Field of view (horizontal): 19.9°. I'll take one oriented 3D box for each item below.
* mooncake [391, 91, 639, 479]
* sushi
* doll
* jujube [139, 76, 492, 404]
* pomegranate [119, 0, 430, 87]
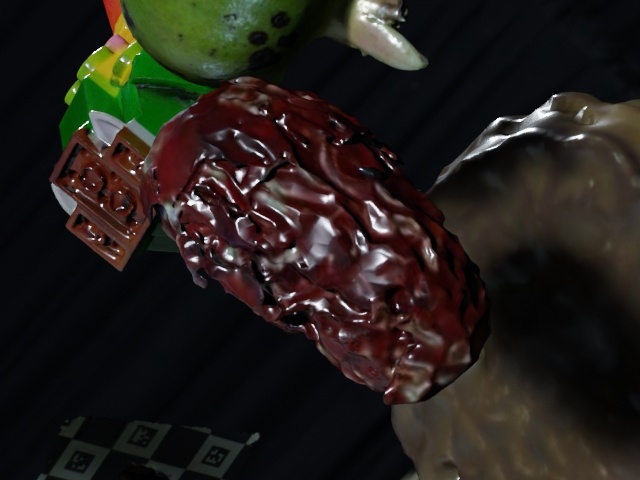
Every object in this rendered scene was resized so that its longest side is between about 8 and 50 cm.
[{"bbox_3d":[0.185,0.068,1.088,0.187,0.324,0.324,-4,43,-38],"label":"mooncake"},{"bbox_3d":[-0.179,0.228,1.578,0.193,0.210,0.040,11,27,-35],"label":"sushi"},{"bbox_3d":[-0.068,-0.063,0.963,0.134,0.106,0.186,17,46,-16],"label":"doll"},{"bbox_3d":[0.003,-0.003,0.771,0.166,0.104,0.104,38,14,4],"label":"jujube"},{"bbox_3d":[-0.021,-0.121,0.849,0.161,0.122,0.122,22,15,-2],"label":"pomegranate"}]
